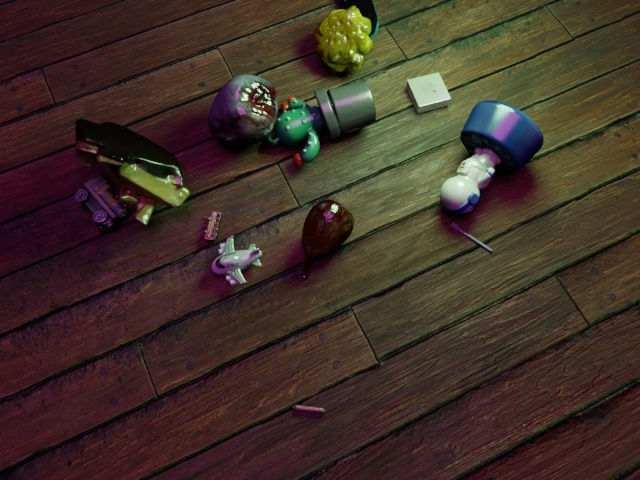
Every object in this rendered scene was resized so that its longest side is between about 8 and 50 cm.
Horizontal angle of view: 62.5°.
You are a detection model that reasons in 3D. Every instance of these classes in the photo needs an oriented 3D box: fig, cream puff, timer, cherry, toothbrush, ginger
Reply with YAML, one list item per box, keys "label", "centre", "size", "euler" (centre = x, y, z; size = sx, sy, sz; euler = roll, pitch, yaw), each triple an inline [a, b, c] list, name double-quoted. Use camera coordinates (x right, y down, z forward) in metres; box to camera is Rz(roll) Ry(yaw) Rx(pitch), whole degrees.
- label: "fig"
  centre: [-0.001, -0.001, 1.761]
  size: [0.145, 0.170, 0.274]
  euler: [29, 90, 30]
- label: "cream puff"
  centre: [0.095, -0.767, 2.021]
  size: [0.244, 0.244, 0.196]
  euler: [15, 41, 6]
- label: "timer"
  centre: [0.550, -0.255, 1.824]
  size: [0.270, 0.270, 0.383]
  euler: [35, 88, 13]
- label: "cherry"
  centre: [-0.271, -0.458, 1.871]
  size: [0.296, 0.218, 0.255]
  euler: [-15, 68, 41]
- label: "toothbrush"
  centre: [0.523, -0.012, 1.823]
  size: [0.167, 0.014, 0.011]
  euler: [36, 64, 13]
- label: "ginger"
  centre: [-0.671, -0.230, 1.767]
  size: [0.413, 0.358, 0.211]
  euler: [35, 107, 22]

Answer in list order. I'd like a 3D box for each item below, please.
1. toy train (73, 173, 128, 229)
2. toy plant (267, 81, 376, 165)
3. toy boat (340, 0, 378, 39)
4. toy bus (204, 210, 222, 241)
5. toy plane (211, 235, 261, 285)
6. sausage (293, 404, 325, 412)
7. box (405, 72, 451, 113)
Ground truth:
- label: "toy train"
  centre: [-0.756, -0.128, 1.834]
  size: [0.132, 0.083, 0.200]
  euler: [-40, 74, -18]
- label: "toy plant"
  centre: [-0.004, -0.435, 1.909]
  size: [0.400, 0.185, 0.279]
  euler: [-17, 88, 2]
- label: "toy boat"
  centre: [0.170, -0.936, 2.155]
  size: [0.134, 0.092, 0.299]
  euler: [-20, 74, 28]
- label: "toy bus"
  centre: [-0.372, -0.047, 1.828]
  size: [0.043, 0.031, 0.110]
  euler: [11, 68, -3]
- label: "toy plane"
  centre: [-0.280, 0.067, 1.757]
  size: [0.174, 0.080, 0.174]
  euler: [-1, 69, 2]
- label: "sausage"
  centre: [-0.034, 0.515, 1.612]
  size: [0.100, 0.015, 0.015]
  euler: [6, 68, 3]
- label: "box"
  centre: [0.413, -0.566, 2.026]
  size: [0.129, 0.051, 0.130]
  euler: [-15, 69, -6]
